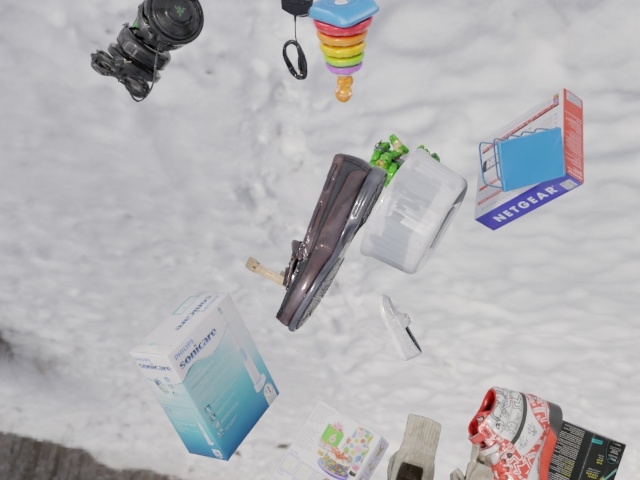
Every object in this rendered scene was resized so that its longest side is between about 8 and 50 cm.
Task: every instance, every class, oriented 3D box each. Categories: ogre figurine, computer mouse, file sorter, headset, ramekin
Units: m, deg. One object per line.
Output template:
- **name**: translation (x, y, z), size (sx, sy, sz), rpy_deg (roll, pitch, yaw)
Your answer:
- **ogre figurine**: translation (0.192, -0.190, 1.809), size (0.197, 0.118, 0.097), rpy_deg (32, 159, 27)
- **computer mouse**: translation (-0.042, -0.434, 1.441), size (0.071, 0.041, 0.242), rpy_deg (16, 131, 17)
- **file sorter**: translation (0.480, -0.199, 1.748), size (0.170, 0.118, 0.104), rpy_deg (-15, -164, -15)
- **headset**: translation (-0.378, -0.450, 1.562), size (0.185, 0.394, 0.243), rpy_deg (29, 132, -31)
- **ramekin**: translation (0.216, -0.055, 1.642), size (0.135, 0.277, 0.277), rpy_deg (31, 167, 13)

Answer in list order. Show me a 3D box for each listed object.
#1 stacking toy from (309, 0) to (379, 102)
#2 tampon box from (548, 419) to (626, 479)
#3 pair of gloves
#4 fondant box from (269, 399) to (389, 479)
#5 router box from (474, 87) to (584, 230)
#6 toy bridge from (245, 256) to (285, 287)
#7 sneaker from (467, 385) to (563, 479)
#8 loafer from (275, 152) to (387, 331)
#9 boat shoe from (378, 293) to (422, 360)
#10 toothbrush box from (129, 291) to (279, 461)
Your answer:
- **stacking toy**: translation (0.064, -0.521, 2.029), size (0.175, 0.166, 0.301), rpy_deg (28, 139, 34)
- **tampon box**: translation (0.464, 0.422, 1.340), size (0.120, 0.161, 0.101), rpy_deg (26, 173, -37)
- **pair of gloves**: translation (0.249, 0.474, 1.429), size (0.240, 0.204, 0.042), rpy_deg (27, 159, -2)
- **fondant box**: translation (0.014, 0.671, 2.139), size (0.238, 0.330, 0.096), rpy_deg (23, 162, 34)
- **router box**: translation (0.591, -0.226, 2.084), size (0.082, 0.301, 0.335), rpy_deg (27, 146, -22)
- **toy bridge**: translation (-0.069, 0.087, 1.550), size (0.188, 0.026, 0.063), rpy_deg (27, -176, -33)
- **sneaker**: translation (0.311, 0.383, 1.233), size (0.145, 0.270, 0.090), rpy_deg (21, 158, -5)
- **loafer**: translation (0.000, 0.000, 1.191), size (0.095, 0.302, 0.109), rpy_deg (30, -179, 10)
- **boat shoe**: translation (0.205, 0.217, 1.867), size (0.063, 0.184, 0.066), rpy_deg (-23, 176, 18)
- **toothbrush box**: translation (-0.242, 0.289, 1.578), size (0.126, 0.216, 0.295), rpy_deg (-2, 123, 36)
